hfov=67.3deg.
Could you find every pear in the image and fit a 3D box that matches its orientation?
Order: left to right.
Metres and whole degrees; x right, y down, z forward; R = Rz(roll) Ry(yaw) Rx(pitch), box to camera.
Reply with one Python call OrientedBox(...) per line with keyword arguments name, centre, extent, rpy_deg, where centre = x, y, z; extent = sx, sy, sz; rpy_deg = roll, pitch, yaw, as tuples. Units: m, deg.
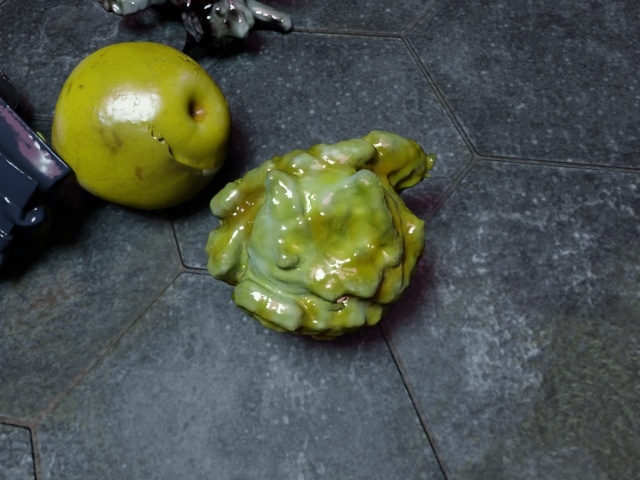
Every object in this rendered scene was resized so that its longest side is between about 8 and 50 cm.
OrientedBox(name="pear", centre=(-0.312, -0.190, 0.837), extent=(0.336, 0.285, 0.285), rpy_deg=(5, 57, 56))

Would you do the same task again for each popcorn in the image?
OrientedBox(name="popcorn", centre=(0.009, 0.000, 0.701), extent=(0.335, 0.274, 0.279), rpy_deg=(-4, 69, 3))

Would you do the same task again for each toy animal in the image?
OrientedBox(name="toy animal", centre=(-0.265, -0.500, 0.992), extent=(0.302, 0.194, 0.344), rpy_deg=(-39, 66, -18))

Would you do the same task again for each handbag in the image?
OrientedBox(name="handbag", centre=(-0.580, -0.112, 0.764), extent=(0.329, 0.303, 0.122), rpy_deg=(45, 30, -8))

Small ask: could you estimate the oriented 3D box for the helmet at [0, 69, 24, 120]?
OrientedBox(name="helmet", centre=(-0.685, -0.248, 0.909), extent=(0.216, 0.193, 0.189), rpy_deg=(-7, 55, -13))
